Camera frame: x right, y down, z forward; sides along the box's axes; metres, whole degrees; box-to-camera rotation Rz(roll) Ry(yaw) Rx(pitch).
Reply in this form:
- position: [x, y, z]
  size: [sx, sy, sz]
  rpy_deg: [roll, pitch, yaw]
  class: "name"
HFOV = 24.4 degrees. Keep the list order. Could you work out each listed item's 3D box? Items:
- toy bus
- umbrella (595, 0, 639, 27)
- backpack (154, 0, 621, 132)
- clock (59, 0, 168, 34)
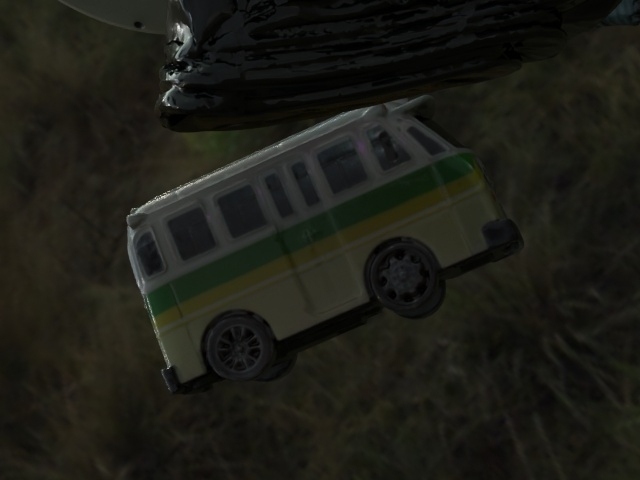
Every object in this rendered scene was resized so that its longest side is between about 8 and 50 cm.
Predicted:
- position: [0.000, 0.000, 1.228]
  size: [0.305, 0.179, 0.143]
  rpy_deg: [-24, -9, 5]
  class: "toy bus"
- position: [0.210, -0.207, 1.225]
  size: [0.250, 0.052, 0.053]
  rpy_deg: [15, 35, 32]
  class: "umbrella"
- position: [0.041, -0.128, 0.741]
  size: [0.258, 0.133, 0.206]
  rpy_deg: [-5, 5, -7]
  class: "backpack"
- position: [-0.132, -0.248, 1.048]
  size: [0.230, 0.230, 0.083]
  rpy_deg: [-18, 45, 39]
  class: "clock"
